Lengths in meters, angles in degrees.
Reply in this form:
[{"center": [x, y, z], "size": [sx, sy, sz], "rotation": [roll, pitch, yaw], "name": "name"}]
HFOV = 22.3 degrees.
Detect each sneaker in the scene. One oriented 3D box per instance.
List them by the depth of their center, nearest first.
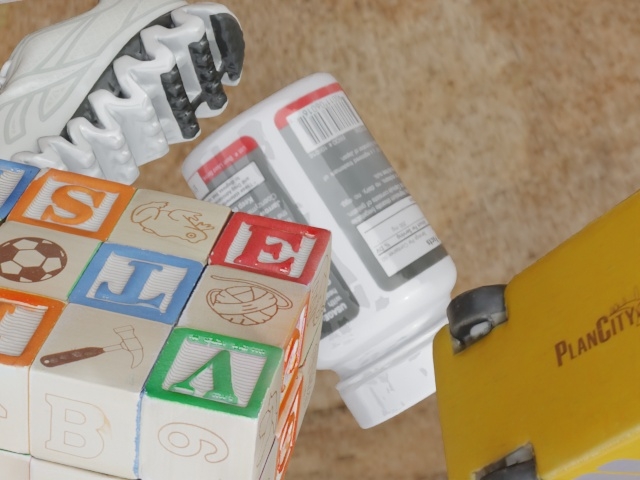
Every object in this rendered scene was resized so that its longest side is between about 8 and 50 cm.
[{"center": [-0.181, -0.067, 1.071], "size": [0.292, 0.118, 0.110], "rotation": [-45, 152, -26], "name": "sneaker"}]

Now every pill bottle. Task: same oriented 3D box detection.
[{"center": [0.017, 0.011, 1.416], "size": [0.161, 0.161, 0.283], "rotation": [-33, 88, 14], "name": "pill bottle"}]

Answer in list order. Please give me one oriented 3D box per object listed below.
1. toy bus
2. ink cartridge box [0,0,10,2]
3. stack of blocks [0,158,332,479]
[{"center": [0.182, 0.035, 0.722], "size": [0.130, 0.108, 0.332], "rotation": [5, 153, -28], "name": "toy bus"}, {"center": [-0.385, -0.335, 1.766], "size": [0.217, 0.092, 0.159], "rotation": [-15, 97, -32], "name": "ink cartridge box"}, {"center": [-0.159, 0.044, 0.638], "size": [0.297, 0.171, 0.087], "rotation": [12, 125, 7], "name": "stack of blocks"}]
